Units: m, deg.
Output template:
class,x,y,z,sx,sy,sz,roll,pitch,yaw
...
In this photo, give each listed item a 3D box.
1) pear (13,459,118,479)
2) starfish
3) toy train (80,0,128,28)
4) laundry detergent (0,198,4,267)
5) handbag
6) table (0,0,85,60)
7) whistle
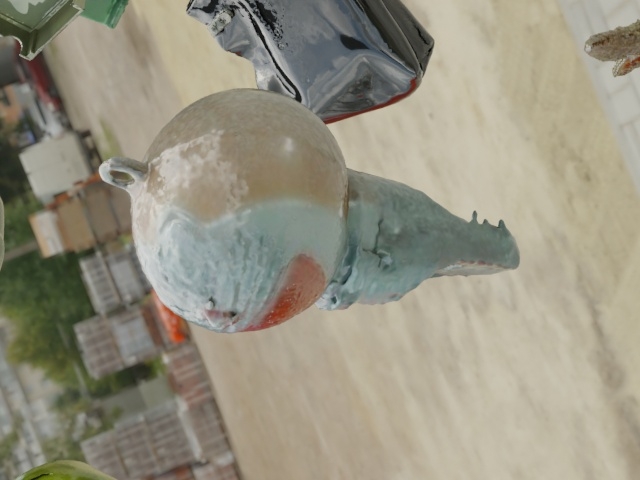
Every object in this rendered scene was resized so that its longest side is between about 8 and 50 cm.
class,x,y,z,sx,sy,sz,roll,pitch,yaw
pear,-0.301,0.357,1.408,0.220,0.187,0.187,77,167,-63
starfish,0.306,-0.197,1.067,0.057,0.238,0.213,46,146,9
toy train,-0.363,-0.470,1.778,0.266,0.202,0.145,-59,38,22
laundry detergent,-0.544,0.025,1.793,0.181,0.091,0.253,-60,26,15
handbag,-0.024,-0.316,1.723,0.342,0.288,0.152,54,-147,-15
table,-0.200,-0.183,0.797,0.079,0.062,0.083,-31,46,39
whistle,0.000,0.000,0.885,0.189,0.347,0.189,-44,39,51
